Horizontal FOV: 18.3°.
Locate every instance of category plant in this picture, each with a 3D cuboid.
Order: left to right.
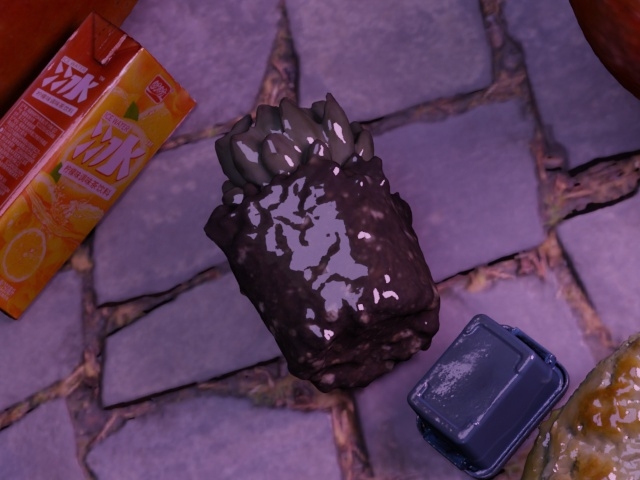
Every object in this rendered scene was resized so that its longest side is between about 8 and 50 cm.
[{"bbox_3d":[0.000,0.000,1.376,0.129,0.132,0.194,-26,62,7],"label":"plant"}]

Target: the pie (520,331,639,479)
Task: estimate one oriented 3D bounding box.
[{"bbox_3d":[0.244,0.185,1.208,0.302,0.067,0.302,-10,61,18],"label":"pie"}]

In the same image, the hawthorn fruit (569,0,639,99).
[{"bbox_3d":[0.289,-0.199,1.259,0.284,0.284,0.284,-10,61,20],"label":"hawthorn fruit"}]

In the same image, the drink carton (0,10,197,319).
[{"bbox_3d":[-0.204,-0.057,1.516,0.071,0.096,0.223,37,84,34],"label":"drink carton"}]

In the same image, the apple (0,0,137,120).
[{"bbox_3d":[-0.321,-0.244,1.608,0.329,0.295,0.365,-12,47,51],"label":"apple"}]

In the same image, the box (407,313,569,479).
[{"bbox_3d":[0.107,0.099,1.320,0.099,0.054,0.074,-49,54,-4],"label":"box"}]
